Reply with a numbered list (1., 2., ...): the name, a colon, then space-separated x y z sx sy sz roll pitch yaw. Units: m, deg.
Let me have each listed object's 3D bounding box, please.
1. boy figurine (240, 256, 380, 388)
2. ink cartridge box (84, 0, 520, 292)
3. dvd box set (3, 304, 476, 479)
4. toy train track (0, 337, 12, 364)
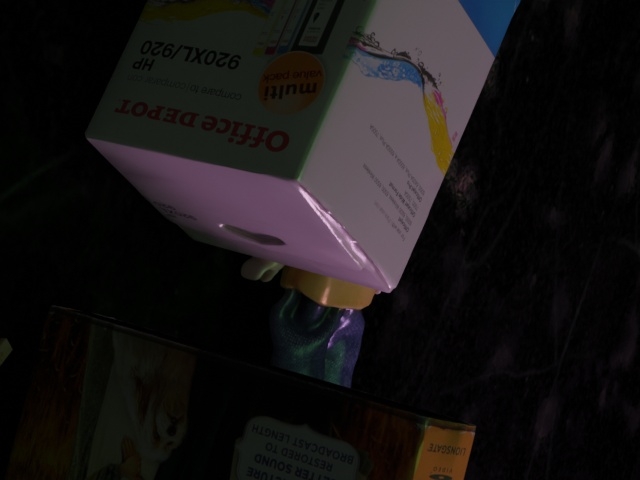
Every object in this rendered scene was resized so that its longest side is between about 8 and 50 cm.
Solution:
1. boy figurine: 0.000 0.000 1.399 0.177 0.092 0.285 -3 104 -58
2. ink cartridge box: -0.008 -0.115 1.259 0.168 0.171 0.232 47 62 -54
3. dvd box set: -0.095 0.273 1.146 0.062 0.308 0.420 16 89 -53
4. toy train track: -0.215 0.091 1.161 0.083 0.014 0.048 -57 137 -39
